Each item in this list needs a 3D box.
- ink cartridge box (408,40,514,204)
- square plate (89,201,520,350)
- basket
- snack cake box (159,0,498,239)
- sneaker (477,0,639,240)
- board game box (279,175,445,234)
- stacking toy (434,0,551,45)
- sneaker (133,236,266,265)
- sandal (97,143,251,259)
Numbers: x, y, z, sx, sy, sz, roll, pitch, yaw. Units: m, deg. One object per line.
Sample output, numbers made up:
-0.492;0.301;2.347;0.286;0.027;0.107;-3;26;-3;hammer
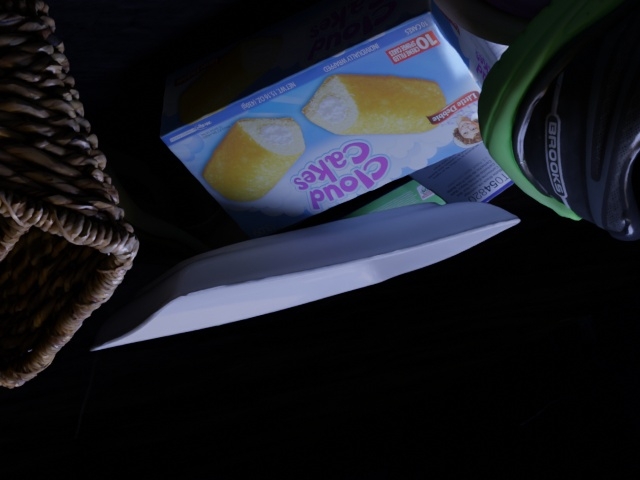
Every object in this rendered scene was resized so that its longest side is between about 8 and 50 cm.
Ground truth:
0.133;-0.147;1.399;0.224;0.045;0.223;36;124;-27;ink cartridge box
-0.031;0.031;1.504;0.344;0.049;0.347;-12;173;-23;square plate
-0.303;-0.011;1.154;0.213;0.223;0.299;-13;164;-35;basket
0.013;-0.119;1.332;0.264;0.089;0.152;-23;130;22;snack cake box
0.329;-0.190;1.107;0.483;0.202;0.185;-48;165;26;sneaker
0.000;0.000;1.819;0.317;0.046;0.213;-28;-176;-7;board game box
0.201;-0.289;1.129;0.141;0.141;0.330;-13;157;-33;stacking toy
-0.157;0.004;1.706;0.227;0.087;0.130;-16;159;-46;sneaker
-0.128;-0.043;1.537;0.086;0.120;0.303;-41;162;12;sandal
